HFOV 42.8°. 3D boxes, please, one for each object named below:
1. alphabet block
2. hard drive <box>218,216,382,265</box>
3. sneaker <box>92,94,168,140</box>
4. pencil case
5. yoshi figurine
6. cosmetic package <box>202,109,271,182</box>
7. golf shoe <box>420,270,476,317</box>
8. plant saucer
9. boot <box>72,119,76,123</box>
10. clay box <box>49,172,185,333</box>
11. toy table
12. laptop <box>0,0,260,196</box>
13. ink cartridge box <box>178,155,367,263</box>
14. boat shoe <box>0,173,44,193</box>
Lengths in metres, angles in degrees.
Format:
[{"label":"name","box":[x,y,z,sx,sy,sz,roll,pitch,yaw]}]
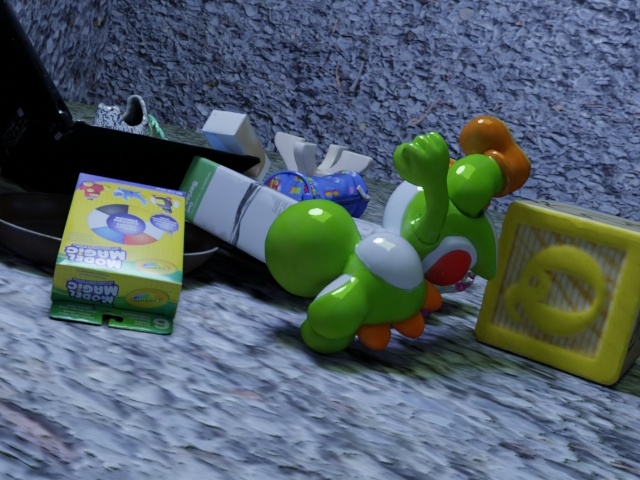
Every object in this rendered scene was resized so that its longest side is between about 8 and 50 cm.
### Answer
[{"label":"alphabet block","box":[0.341,0.059,1.084,0.192,0.194,0.197,16,11,27]},{"label":"hard drive","box":[0.000,0.000,1.374,0.236,0.064,0.339,19,13,36]},{"label":"sneaker","box":[-0.389,-0.224,1.803,0.158,0.182,0.410,14,9,10]},{"label":"pencil case","box":[-0.001,-0.085,1.678,0.133,0.119,0.306,-1,4,26]},{"label":"yoshi figurine","box":[0.074,-0.026,0.951,0.203,0.204,0.362,12,40,40]},{"label":"cosmetic package","box":[-0.123,-0.137,1.206,0.060,0.041,0.115,12,-29,27]},{"label":"golf shoe","box":[0.108,0.053,1.158,0.140,0.115,0.306,-13,-2,34]},{"label":"plant saucer","box":[-0.288,-0.005,1.076,0.310,0.050,0.310,11,10,-2]},{"label":"boot","box":[-0.543,-0.187,1.660,0.082,0.106,0.219,28,10,-13]},{"label":"clay box","box":[-0.214,0.009,0.886,0.127,0.053,0.222,10,30,-15]},{"label":"toy table","box":[-0.015,-0.152,1.940,0.274,0.161,0.252,16,10,12]},{"label":"laptop","box":[-0.354,-0.206,1.233,0.236,0.408,0.382,-32,6,-32]},{"label":"ink cartridge box","box":[-0.070,-0.022,1.120,0.219,0.093,0.160,27,2,35]},{"label":"boat shoe","box":[-0.458,-0.062,1.227,0.153,0.048,0.056,23,1,21]}]
